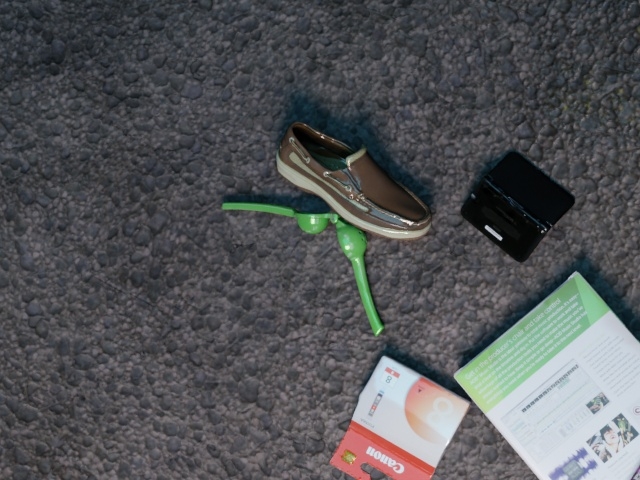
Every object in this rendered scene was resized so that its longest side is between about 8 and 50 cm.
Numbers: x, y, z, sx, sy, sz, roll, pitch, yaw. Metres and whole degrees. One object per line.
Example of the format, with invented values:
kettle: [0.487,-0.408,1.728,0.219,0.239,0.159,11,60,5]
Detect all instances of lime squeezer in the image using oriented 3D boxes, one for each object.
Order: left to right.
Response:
lime squeezer: [0.000,0.000,1.917,0.310,0.059,0.110,39,121,13]

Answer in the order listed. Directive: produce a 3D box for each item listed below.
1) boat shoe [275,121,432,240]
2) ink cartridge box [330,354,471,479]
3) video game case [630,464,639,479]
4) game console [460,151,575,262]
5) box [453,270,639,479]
boat shoe: [0.049,-0.090,1.873,0.257,0.095,0.095,27,46,14]
ink cartridge box: [0.111,0.274,1.851,0.145,0.045,0.179,29,86,14]
video game case: [0.516,0.350,1.714,0.210,0.042,0.232,31,96,-5]
game console: [0.286,-0.048,1.878,0.122,0.071,0.107,40,121,15]
box: [0.375,0.237,1.796,0.232,0.058,0.322,-40,78,3]
